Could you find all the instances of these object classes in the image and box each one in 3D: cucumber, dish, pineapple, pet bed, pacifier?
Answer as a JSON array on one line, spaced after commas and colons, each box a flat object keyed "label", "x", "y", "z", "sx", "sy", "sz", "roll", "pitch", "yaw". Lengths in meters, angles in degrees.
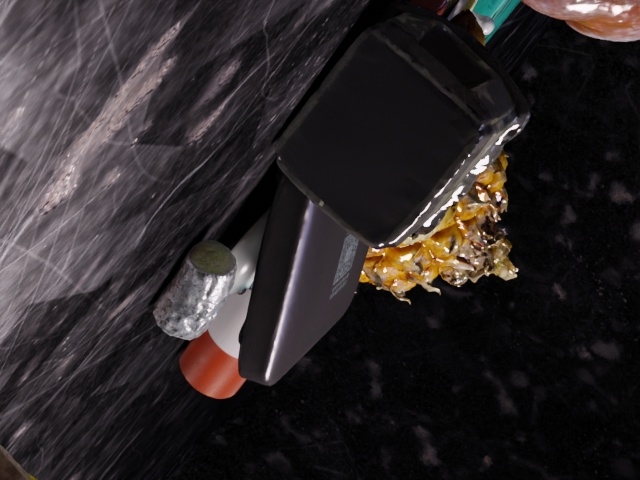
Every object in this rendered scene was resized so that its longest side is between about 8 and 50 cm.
[{"label": "cucumber", "x": -0.126, "y": 0.052, "z": 1.787, "sx": 0.064, "sy": 0.064, "sz": 0.112, "roll": -45, "pitch": 173, "yaw": -48}, {"label": "dish", "x": -0.060, "y": 0.026, "z": 2.102, "sx": 0.141, "sy": 0.078, "sz": 0.141, "roll": -49, "pitch": 176, "yaw": -5}, {"label": "pineapple", "x": 0.159, "y": -0.050, "z": 2.311, "sx": 0.344, "sy": 0.286, "sz": 0.209, "roll": -51, "pitch": 175, "yaw": -1}, {"label": "pet bed", "x": 0.088, "y": -0.117, "z": 1.738, "sx": 0.211, "sy": 0.183, "sz": 0.159, "roll": -52, "pitch": 173, "yaw": 30}, {"label": "pacifier", "x": 0.185, "y": -0.277, "z": 2.131, "sx": 0.083, "sy": 0.064, "sz": 0.068, "roll": -52, "pitch": -168, "yaw": 29}]

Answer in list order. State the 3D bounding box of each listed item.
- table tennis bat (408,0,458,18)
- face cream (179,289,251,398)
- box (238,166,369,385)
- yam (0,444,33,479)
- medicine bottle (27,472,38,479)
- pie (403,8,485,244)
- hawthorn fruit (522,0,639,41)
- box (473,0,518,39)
[{"label": "table tennis bat", "x": 0.112, "y": -0.245, "z": 1.893, "sx": 0.200, "sy": 0.038, "sz": 0.310, "roll": -53, "pitch": 179, "yaw": 0}, {"label": "face cream", "x": -0.098, "y": 0.108, "z": 2.278, "sx": 0.214, "sy": 0.096, "sz": 0.096, "roll": -53, "pitch": 175, "yaw": 34}, {"label": "box", "x": 0.000, "y": 0.000, "z": 1.989, "sx": 0.290, "sy": 0.073, "sz": 0.289, "roll": -41, "pitch": 149, "yaw": -61}, {"label": "yam", "x": -0.306, "y": 0.245, "z": 1.519, "sx": 0.127, "sy": 0.084, "sz": 0.084, "roll": -47, "pitch": 175, "yaw": -8}, {"label": "medicine bottle", "x": -0.329, "y": 0.320, "z": 1.615, "sx": 0.212, "sy": 0.122, "sz": 0.122, "roll": -50, "pitch": 175, "yaw": -1}, {"label": "pie", "x": 0.130, "y": -0.124, "z": 1.997, "sx": 0.308, "sy": 0.085, "sz": 0.308, "roll": 13, "pitch": 90, "yaw": -80}, {"label": "hawthorn fruit", "x": 0.213, "y": -0.294, "z": 1.422, "sx": 0.235, "sy": 0.263, "sz": 0.231, "roll": -4, "pitch": -178, "yaw": -17}, {"label": "box", "x": 0.244, "y": -0.332, "z": 2.380, "sx": 0.161, "sy": 0.042, "sz": 0.226, "roll": -52, "pitch": 176, "yaw": 11}]
